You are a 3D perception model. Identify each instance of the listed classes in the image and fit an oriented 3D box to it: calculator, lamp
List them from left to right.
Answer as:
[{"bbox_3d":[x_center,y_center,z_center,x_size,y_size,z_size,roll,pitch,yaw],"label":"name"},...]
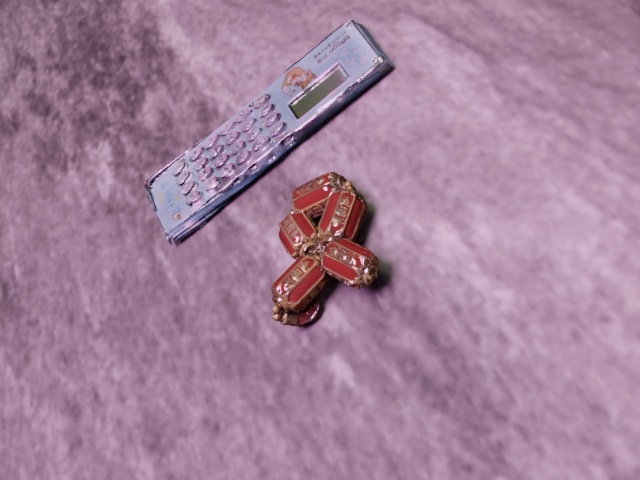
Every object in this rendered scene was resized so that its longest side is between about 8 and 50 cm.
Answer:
[{"bbox_3d":[-0.036,-0.068,0.644,0.172,0.018,0.057,-37,49,9],"label":"calculator"},{"bbox_3d":[0.000,0.000,0.569,0.063,0.031,0.083,-24,48,19],"label":"lamp"}]
